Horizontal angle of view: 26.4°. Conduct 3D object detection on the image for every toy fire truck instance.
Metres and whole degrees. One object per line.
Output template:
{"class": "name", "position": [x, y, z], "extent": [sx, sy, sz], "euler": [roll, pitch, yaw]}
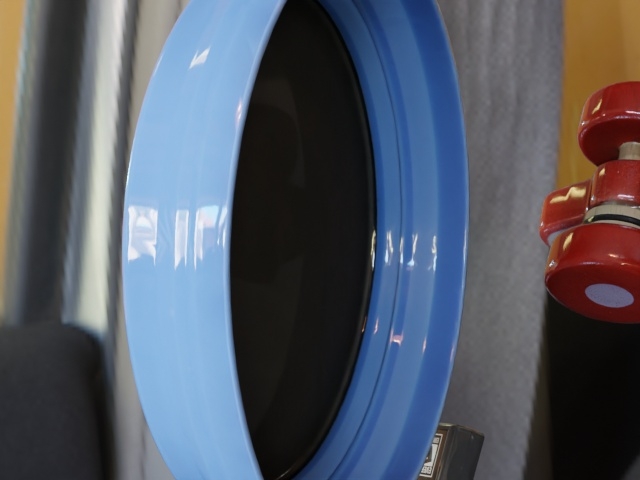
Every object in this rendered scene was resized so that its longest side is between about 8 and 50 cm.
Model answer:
{"class": "toy fire truck", "position": [0.329, -0.008, 1.034], "extent": [0.254, 0.169, 0.302], "euler": [31, -30, -25]}

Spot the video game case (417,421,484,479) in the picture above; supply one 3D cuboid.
{"class": "video game case", "position": [0.015, 0.265, 1.111], "extent": [0.035, 0.248, 0.275], "euler": [23, -14, -25]}

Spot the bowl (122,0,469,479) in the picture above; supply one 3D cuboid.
{"class": "bowl", "position": [0.000, 0.000, 0.870], "extent": [0.077, 0.391, 0.391], "euler": [3, 5, 24]}
